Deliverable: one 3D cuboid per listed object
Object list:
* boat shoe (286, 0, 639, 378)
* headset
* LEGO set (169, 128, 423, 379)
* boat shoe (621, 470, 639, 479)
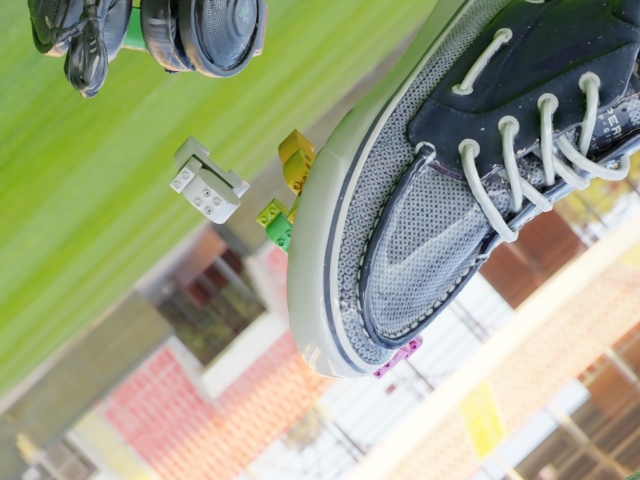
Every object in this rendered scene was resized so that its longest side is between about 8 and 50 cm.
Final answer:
[{"bbox_3d":[0.113,-0.056,0.905,0.158,0.127,0.340,0,-132,36],"label":"boat shoe"},{"bbox_3d":[-0.184,-0.210,1.478,0.394,0.244,0.185,44,54,-87],"label":"headset"},{"bbox_3d":[0.000,0.000,1.024,0.087,0.227,0.093,-46,-171,22],"label":"LEGO set"},{"bbox_3d":[0.277,0.148,0.939,0.277,0.098,0.096,-19,-148,4],"label":"boat shoe"}]
